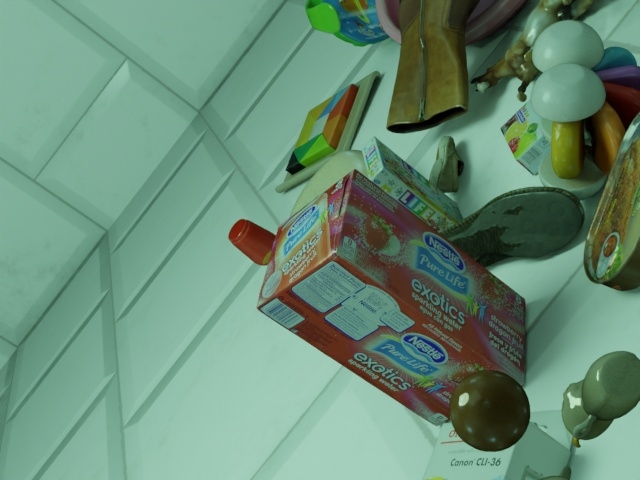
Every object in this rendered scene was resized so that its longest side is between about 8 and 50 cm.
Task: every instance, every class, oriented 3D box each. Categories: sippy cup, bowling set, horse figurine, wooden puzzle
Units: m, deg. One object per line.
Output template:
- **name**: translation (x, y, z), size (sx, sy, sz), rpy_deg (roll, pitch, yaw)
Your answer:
- **sippy cup**: translation (0.135, -0.491, 1.827), size (0.224, 0.240, 0.306), rpy_deg (18, 81, 57)
- **bowling set**: translation (0.189, 0.150, 0.670), size (0.287, 0.199, 0.154), rpy_deg (-53, -16, -14)
- **horse figurine**: translation (0.310, -0.292, 1.310), size (0.263, 0.066, 0.174), rpy_deg (-56, 6, 17)
- **wooden puzzle**: translation (0.007, -0.216, 1.885), size (0.221, 0.044, 0.239), rpy_deg (-24, 35, 53)

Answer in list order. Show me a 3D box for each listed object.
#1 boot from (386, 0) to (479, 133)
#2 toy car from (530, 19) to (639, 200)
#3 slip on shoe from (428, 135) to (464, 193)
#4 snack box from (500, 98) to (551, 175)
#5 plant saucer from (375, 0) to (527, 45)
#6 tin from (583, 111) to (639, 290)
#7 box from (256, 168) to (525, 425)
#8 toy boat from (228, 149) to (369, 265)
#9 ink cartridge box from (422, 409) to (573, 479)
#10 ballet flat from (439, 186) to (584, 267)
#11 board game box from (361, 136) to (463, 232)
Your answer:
- **boot**: translation (0.202, -0.314, 1.403), size (0.264, 0.096, 0.281), rpy_deg (-15, 56, 40)
- **toy car**: translation (0.300, -0.142, 1.034), size (0.136, 0.159, 0.182), rpy_deg (-3, 46, 17)
- **slip on shoe**: translation (0.181, -0.105, 1.347), size (0.135, 0.041, 0.051), rpy_deg (-62, -22, -60)
- **snack box**: translation (0.293, -0.159, 1.191), size (0.141, 0.037, 0.100), rpy_deg (-45, 23, 21)
- **plant saucer**: translation (0.241, -0.450, 1.581), size (0.332, 0.084, 0.332), rpy_deg (-23, 55, 36)
- **tin**: translation (0.306, -0.043, 0.909), size (0.106, 0.040, 0.190), rpy_deg (-152, 82, -84)
- **box**: translation (0.079, 0.064, 0.981), size (0.128, 0.257, 0.123), rpy_deg (-36, 29, 39)
- **toy boat**: translation (0.000, 0.000, 1.455), size (0.318, 0.148, 0.268), rpy_deg (-12, 50, 50)
- **ink cartridge box**: translation (0.145, 0.225, 0.851), size (0.115, 0.067, 0.198), rpy_deg (-22, 37, 55)
- **ballet flat**: translation (0.205, -0.008, 1.102), size (0.058, 0.084, 0.250), rpy_deg (-38, 4, -38)
- **board game box**: translation (0.122, -0.061, 1.235), size (0.026, 0.154, 0.103), rpy_deg (-46, 22, 18)
